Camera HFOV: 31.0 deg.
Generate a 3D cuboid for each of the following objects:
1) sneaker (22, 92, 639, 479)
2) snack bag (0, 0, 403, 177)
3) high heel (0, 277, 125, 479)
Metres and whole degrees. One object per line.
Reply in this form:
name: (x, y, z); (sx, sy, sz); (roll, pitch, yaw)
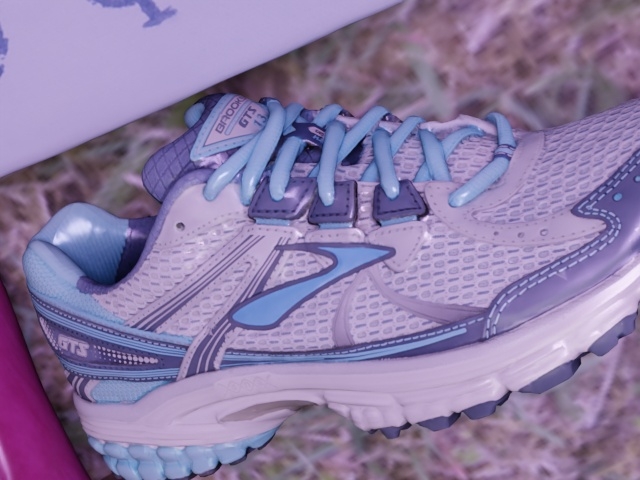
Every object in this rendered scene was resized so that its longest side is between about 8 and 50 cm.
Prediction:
sneaker: (0.000, 0.000, 0.405); (0.283, 0.110, 0.122); (-23, 106, 29)
snack bag: (-0.099, -0.173, 0.304); (0.323, 0.037, 0.342); (-22, 130, 9)
high heel: (-0.179, 0.078, 0.442); (0.377, 0.181, 0.127); (43, 116, -15)
